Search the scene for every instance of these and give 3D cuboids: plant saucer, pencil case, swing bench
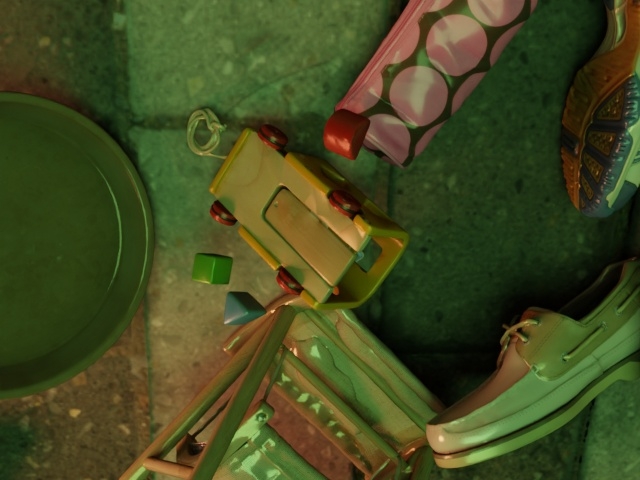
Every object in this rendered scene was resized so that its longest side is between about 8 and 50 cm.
[{"bbox_3d":[-0.285,0.006,0.759,0.277,0.041,0.278,-7,102,-33],"label":"plant saucer"},{"bbox_3d":[0.096,-0.166,0.736,0.098,0.095,0.209,16,116,-45],"label":"pencil case"},{"bbox_3d":[-0.009,0.220,0.845,0.253,0.165,0.255,47,62,-18],"label":"swing bench"}]

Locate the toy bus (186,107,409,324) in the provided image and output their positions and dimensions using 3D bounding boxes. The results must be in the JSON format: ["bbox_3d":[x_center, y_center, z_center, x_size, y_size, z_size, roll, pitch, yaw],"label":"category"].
[{"bbox_3d":[-0.016,-0.028,0.774,0.190,0.104,0.202,-7,83,32],"label":"toy bus"}]

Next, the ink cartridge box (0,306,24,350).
[{"bbox_3d":[-0.395,0.071,0.826,0.190,0.082,0.140,-19,113,4],"label":"ink cartridge box"}]

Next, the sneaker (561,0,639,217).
[{"bbox_3d":[0.306,-0.152,0.740,0.130,0.112,0.297,-1,121,-15],"label":"sneaker"}]

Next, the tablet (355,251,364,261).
[{"bbox_3d":[0.000,0.000,0.851,0.054,0.006,0.083,-35,111,12],"label":"tablet"}]

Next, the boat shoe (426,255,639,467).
[{"bbox_3d":[0.223,0.116,0.833,0.302,0.113,0.103,-26,91,-19],"label":"boat shoe"}]
